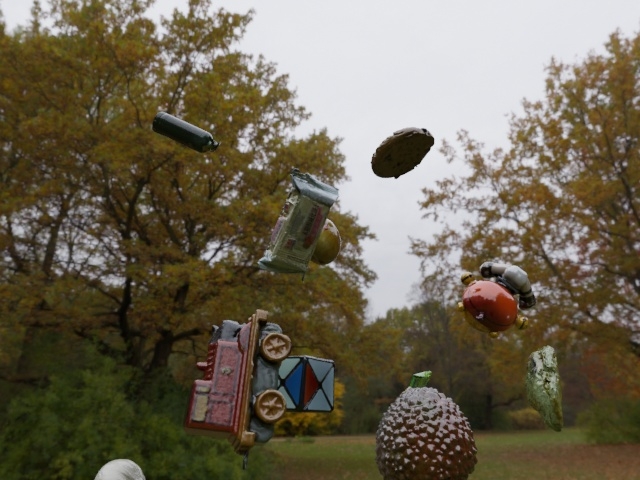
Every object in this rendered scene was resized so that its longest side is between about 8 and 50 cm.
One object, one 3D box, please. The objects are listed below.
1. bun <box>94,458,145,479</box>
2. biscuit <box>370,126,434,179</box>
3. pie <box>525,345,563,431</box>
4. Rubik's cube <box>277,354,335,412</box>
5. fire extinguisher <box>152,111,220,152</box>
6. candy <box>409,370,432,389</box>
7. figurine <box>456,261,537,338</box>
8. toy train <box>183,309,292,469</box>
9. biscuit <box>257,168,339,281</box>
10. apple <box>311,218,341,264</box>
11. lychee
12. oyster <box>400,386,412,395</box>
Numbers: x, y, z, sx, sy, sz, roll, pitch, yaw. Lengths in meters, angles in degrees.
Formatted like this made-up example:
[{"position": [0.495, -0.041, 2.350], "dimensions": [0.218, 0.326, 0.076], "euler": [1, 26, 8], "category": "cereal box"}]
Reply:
[{"position": [-0.414, 0.537, 0.980], "dimensions": [0.094, 0.138, 0.138], "euler": [-8, -22, 9], "category": "bun"}, {"position": [0.340, -0.374, 1.952], "dimensions": [0.295, 0.075, 0.296], "euler": [-20, -26, -10], "category": "biscuit"}, {"position": [0.615, 0.397, 1.272], "dimensions": [0.090, 0.201, 0.248], "euler": [-3, 7, 20], "category": "pie"}, {"position": [-0.096, 0.673, 2.151], "dimensions": [0.246, 0.250, 0.248], "euler": [-12, -26, 34], "category": "Rubik's cube"}, {"position": [-0.561, -0.451, 1.965], "dimensions": [0.311, 0.095, 0.114], "euler": [26, -30, 6], "category": "fire extinguisher"}, {"position": [0.391, 0.611, 1.875], "dimensions": [0.102, 0.178, 0.032], "euler": [1, 21, -34], "category": "candy"}, {"position": [0.691, 0.240, 1.834], "dimensions": [0.320, 0.323, 0.196], "euler": [40, -25, 19], "category": "figurine"}, {"position": [-0.200, 0.355, 1.130], "dimensions": [0.231, 0.369, 0.163], "euler": [11, -32, -13], "category": "toy train"}, {"position": [-0.066, -0.043, 1.379], "dimensions": [0.186, 0.309, 0.079], "euler": [21, 4, -37], "category": "biscuit"}, {"position": [0.000, 0.000, 1.832], "dimensions": [0.182, 0.155, 0.182], "euler": [33, -24, 17], "category": "apple"}, {"position": [0.168, 0.337, 0.737], "dimensions": [0.165, 0.197, 0.165], "euler": [-9, -10, -2], "category": "lychee"}, {"position": [0.298, 0.664, 1.595], "dimensions": [0.100, 0.271, 0.275], "euler": [2, -28, -5], "category": "oyster"}]
